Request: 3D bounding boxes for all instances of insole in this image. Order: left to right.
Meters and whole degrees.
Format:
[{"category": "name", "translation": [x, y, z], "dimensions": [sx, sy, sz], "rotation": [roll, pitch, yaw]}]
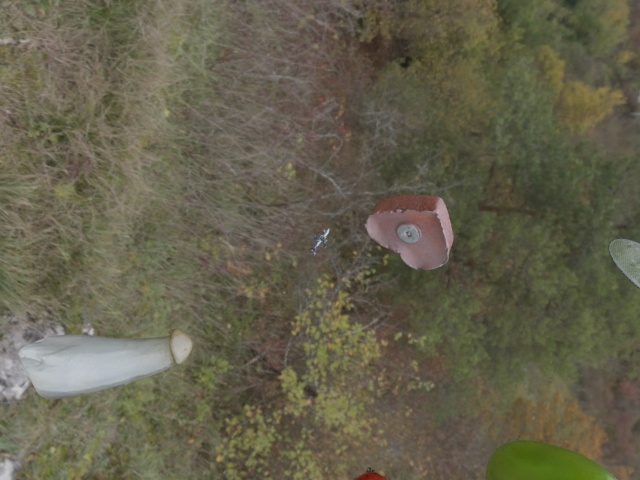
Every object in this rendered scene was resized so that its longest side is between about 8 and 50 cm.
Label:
[{"category": "insole", "translation": [0.615, 0.102, 0.914], "dimensions": [0.109, 0.322, 0.007], "rotation": [-16, 137, -16]}]

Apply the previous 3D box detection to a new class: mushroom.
[{"category": "mushroom", "translation": [-0.358, 0.203, 0.935], "dimensions": [0.270, 0.118, 0.103], "rotation": [-6, 69, -22]}]

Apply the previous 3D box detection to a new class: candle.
[{"category": "candle", "translation": [0.332, -0.057, 1.901], "dimensions": [0.131, 0.316, 0.287], "rotation": [-61, -178, -37]}]

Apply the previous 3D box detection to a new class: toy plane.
[{"category": "toy plane", "translation": [-0.002, -0.001, 1.521], "dimensions": [0.024, 0.077, 0.084], "rotation": [37, 80, -41]}]

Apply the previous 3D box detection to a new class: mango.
[{"category": "mango", "translation": [0.488, 0.524, 1.143], "dimensions": [0.192, 0.343, 0.156], "rotation": [-35, 96, -23]}]

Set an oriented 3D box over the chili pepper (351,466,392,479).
[{"category": "chili pepper", "translation": [0.050, 0.408, 0.819], "dimensions": [0.169, 0.088, 0.065], "rotation": [4, 99, -55]}]
